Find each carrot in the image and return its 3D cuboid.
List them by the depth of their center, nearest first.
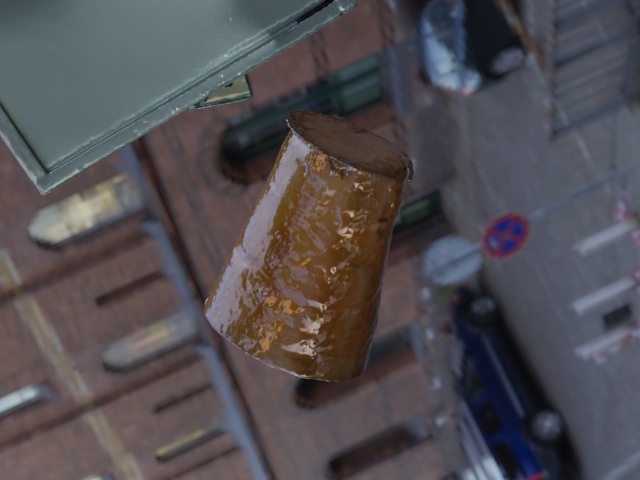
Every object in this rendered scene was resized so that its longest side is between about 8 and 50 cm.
[{"bbox_3d":[0.000,0.000,1.665,0.254,0.196,0.196,-69,27,21],"label":"carrot"}]

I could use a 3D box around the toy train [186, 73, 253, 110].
[{"bbox_3d":[-0.209,-0.258,1.919,0.202,0.266,0.145,-91,-12,-47],"label":"toy train"}]

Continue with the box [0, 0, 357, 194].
[{"bbox_3d":[-0.137,-0.191,0.926,0.225,0.225,0.117,60,178,-31],"label":"box"}]
